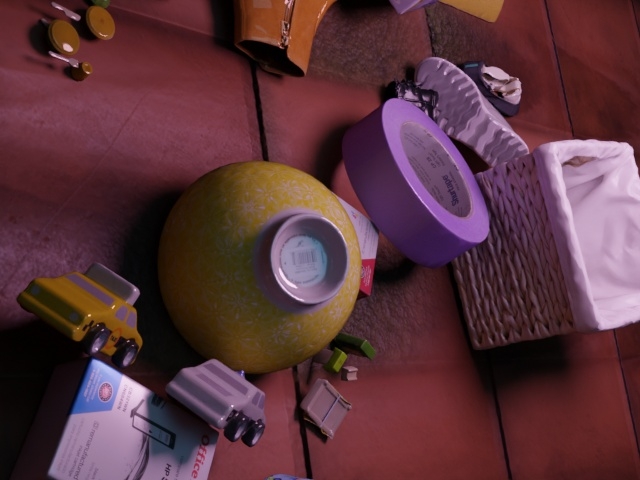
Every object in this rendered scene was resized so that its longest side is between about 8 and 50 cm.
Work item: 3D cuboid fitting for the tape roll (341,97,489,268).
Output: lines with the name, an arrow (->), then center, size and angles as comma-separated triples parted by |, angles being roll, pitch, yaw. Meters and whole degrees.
tape roll -> 0.158, -0.094, 1.676 | 0.275, 0.090, 0.275 | 38, 33, -31

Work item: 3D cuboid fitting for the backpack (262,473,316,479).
backpack -> -0.014, 0.388, 1.335 | 0.158, 0.117, 0.173 | 25, 55, -41

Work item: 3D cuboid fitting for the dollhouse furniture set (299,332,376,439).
dollhouse furniture set -> 0.015, 0.207, 1.509 | 0.076, 0.058, 0.151 | 49, 63, -34

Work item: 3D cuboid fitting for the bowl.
bowl -> -0.050, 0.030, 1.337 | 0.289, 0.156, 0.289 | 3, 84, -30

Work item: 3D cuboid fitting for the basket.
basket -> 0.423, 0.014, 1.852 | 0.328, 0.266, 0.331 | -6, 79, -49

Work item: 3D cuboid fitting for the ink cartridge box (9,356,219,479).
ink cartridge box -> -0.227, 0.246, 1.174 | 0.203, 0.086, 0.148 | 37, 50, -32

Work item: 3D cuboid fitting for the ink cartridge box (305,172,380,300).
ink cartridge box -> 0.000, 0.000, 1.534 | 0.175, 0.072, 0.127 | 34, 53, -36

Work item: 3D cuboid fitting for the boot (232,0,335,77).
boot -> -0.026, -0.358, 1.639 | 0.295, 0.104, 0.211 | 9, 74, -41

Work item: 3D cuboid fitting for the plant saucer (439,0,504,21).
plant saucer -> 0.264, -0.639, 2.076 | 0.333, 0.081, 0.332 | 6, 71, -46

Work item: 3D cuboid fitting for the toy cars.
toy cars -> -0.180, 0.130, 1.195 | 0.394, 0.176, 0.087 | 39, 81, -32

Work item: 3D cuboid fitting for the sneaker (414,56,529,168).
sneaker -> 0.270, -0.237, 1.938 | 0.281, 0.105, 0.115 | 44, 13, -22

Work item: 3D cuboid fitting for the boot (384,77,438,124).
boot -> 0.160, -0.224, 1.822 | 0.099, 0.045, 0.121 | 8, 86, -35

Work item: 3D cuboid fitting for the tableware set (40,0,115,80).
tableware set -> -0.313, -0.281, 1.337 | 0.104, 0.024, 0.154 | 21, 59, -46

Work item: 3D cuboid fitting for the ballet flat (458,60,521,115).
ballet flat -> 0.357, -0.306, 2.056 | 0.203, 0.074, 0.074 | 24, 58, -41

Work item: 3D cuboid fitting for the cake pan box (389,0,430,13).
cake pan box -> 0.123, -0.534, 1.815 | 0.267, 0.070, 0.246 | 57, 23, -5
